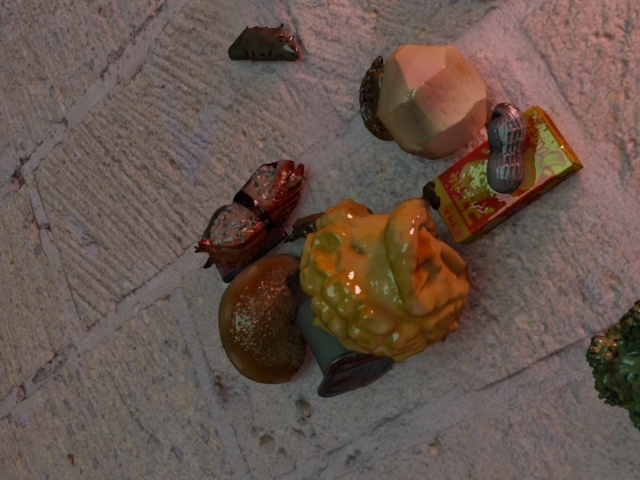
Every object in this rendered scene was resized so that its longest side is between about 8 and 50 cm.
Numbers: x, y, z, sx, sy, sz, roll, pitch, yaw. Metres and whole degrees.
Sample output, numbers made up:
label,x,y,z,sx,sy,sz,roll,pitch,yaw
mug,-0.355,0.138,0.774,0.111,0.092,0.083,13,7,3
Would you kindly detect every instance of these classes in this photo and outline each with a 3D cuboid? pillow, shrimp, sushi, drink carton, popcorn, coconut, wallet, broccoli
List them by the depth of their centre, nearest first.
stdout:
label,x,y,z,sx,sy,sz,roll,pitch,yaw
broccoli,0.591,0.218,1.071,0.288,0.235,0.260,-34,35,38
popcorn,0.131,0.044,1.297,0.349,0.348,0.382,46,125,27
coconut,0.209,-0.284,1.363,0.197,0.237,0.237,-45,60,-10
drink carton,0.043,0.213,1.469,0.190,0.185,0.191,57,150,29
shrimp,-0.002,-0.001,1.590,0.187,0.051,0.133,-3,86,32
sushi,-0.163,-0.063,1.616,0.129,0.124,0.332,28,71,27
pillow,-0.144,-0.501,1.711,0.241,0.051,0.093,11,94,37
wallet,-0.190,0.001,1.738,0.232,0.025,0.119,-37,67,27

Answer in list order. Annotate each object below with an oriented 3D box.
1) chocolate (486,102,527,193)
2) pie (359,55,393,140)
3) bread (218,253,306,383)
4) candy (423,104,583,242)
label,x,y,z,sx,sy,sz,roll,pitch,yaw
chocolate,0.341,-0.169,1.241,0.072,0.072,0.167,2,89,35
pie,0.125,-0.312,1.527,0.088,0.033,0.191,-8,89,42
bread,-0.139,0.180,1.584,0.171,0.191,0.314,-1,82,56
candy,0.353,-0.122,1.326,0.276,0.088,0.146,-39,68,27
